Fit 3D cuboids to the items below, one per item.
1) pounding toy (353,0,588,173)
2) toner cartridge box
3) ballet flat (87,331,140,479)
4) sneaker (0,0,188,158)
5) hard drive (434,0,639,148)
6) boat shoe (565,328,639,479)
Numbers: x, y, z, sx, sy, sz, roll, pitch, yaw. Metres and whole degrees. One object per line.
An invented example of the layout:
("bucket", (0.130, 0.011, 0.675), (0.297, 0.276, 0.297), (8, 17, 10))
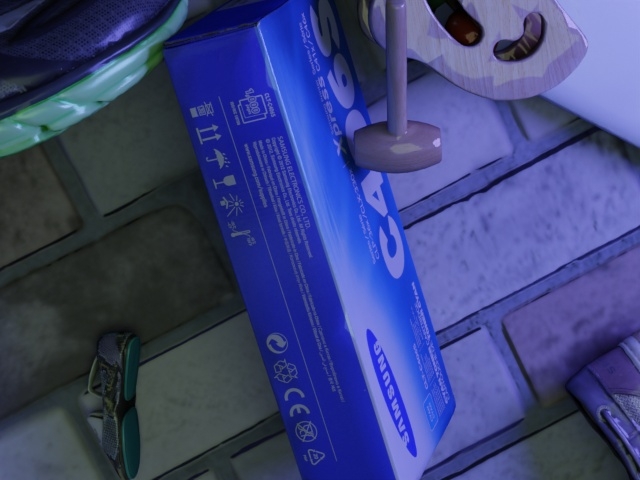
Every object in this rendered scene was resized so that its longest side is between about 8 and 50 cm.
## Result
("pounding toy", (0.112, -0.173, 1.235), (0.154, 0.155, 0.269), (5, 101, -7))
("toner cartridge box", (0.000, 0.000, 1.282), (0.075, 0.165, 0.347), (-12, 106, 22))
("ballet flat", (-0.154, 0.122, 1.355), (0.041, 0.041, 0.114), (-1, 101, -10))
("sneaker", (-0.324, -0.144, 1.191), (0.483, 0.185, 0.202), (-7, 107, -10))
("hard drive", (0.185, -0.210, 1.344), (0.308, 0.040, 0.203), (26, 96, -15))
("boat shoe", (0.276, 0.211, 1.419), (0.092, 0.103, 0.285), (-24, 101, 1))
